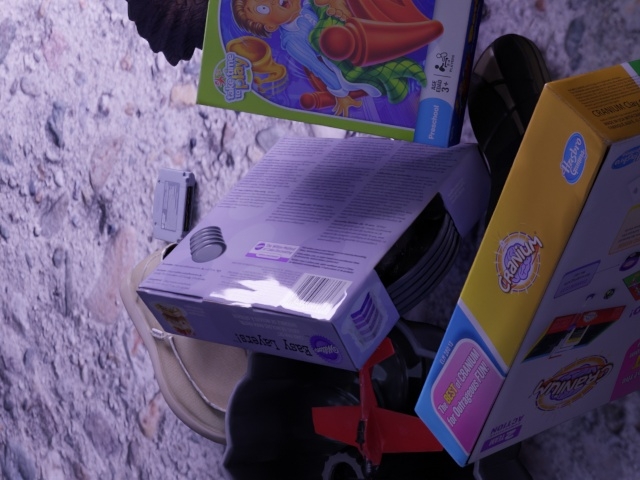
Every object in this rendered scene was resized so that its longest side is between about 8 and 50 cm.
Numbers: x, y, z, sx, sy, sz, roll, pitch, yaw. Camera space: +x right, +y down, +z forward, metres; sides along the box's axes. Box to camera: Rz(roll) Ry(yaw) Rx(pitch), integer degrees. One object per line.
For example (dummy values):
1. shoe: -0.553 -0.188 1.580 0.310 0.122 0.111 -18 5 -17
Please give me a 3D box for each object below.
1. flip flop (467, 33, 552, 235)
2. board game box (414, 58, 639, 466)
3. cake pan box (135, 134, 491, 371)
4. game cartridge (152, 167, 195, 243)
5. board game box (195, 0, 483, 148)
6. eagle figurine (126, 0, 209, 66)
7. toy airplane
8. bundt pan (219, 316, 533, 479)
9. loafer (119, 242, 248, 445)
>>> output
1. flip flop: 0.194 -0.053 1.216 0.112 0.080 0.277 -36 52 41
2. board game box: 0.217 0.008 1.019 0.064 0.242 0.316 49 139 32
3. cake pan box: 0.000 0.000 1.292 0.267 0.246 0.070 5 136 42
4. game cartridge: -0.168 -0.040 1.591 0.056 0.017 0.083 12 99 39
5. board game box: 0.033 -0.272 1.228 0.233 0.078 0.347 11 100 13
6. eagle figurine: -0.063 -0.337 1.358 0.226 0.225 0.298 -28 53 41
7. toy airplane: 0.044 0.141 1.219 0.151 0.028 0.151 1 92 41
8. bundt pan: 0.060 0.217 1.309 0.331 0.124 0.331 1 92 42
9. loafer: -0.131 0.106 1.501 0.268 0.102 0.092 52 129 30
